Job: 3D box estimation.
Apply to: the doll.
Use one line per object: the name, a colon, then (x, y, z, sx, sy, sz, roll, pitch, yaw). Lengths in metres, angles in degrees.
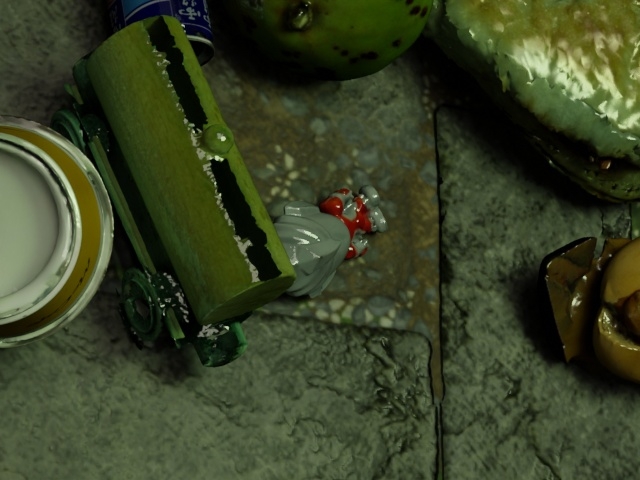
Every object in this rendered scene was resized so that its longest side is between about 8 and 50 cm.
doll: (0.000, 0.000, 1.483, 0.180, 0.079, 0.094, -30, 111, -44)

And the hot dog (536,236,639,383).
hot dog: (0.384, 0.052, 1.583, 0.326, 0.107, 0.194, -20, 110, -24)

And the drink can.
drink can: (-0.163, -0.278, 1.487, 0.097, 0.097, 0.235, -2, 74, -26)

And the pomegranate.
pomegranate: (0.017, -0.267, 1.516, 0.211, 0.211, 0.263, 42, 41, -7)

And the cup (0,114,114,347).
cup: (-0.255, -0.008, 1.228, 0.196, 0.280, 0.196, 0, 90, -10)

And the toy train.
toy train: (-0.134, -0.041, 1.361, 0.126, 0.189, 0.307, -19, 77, -23)

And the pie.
pie: (0.278, -0.254, 1.650, 0.418, 0.180, 0.395, 47, 59, 5)
